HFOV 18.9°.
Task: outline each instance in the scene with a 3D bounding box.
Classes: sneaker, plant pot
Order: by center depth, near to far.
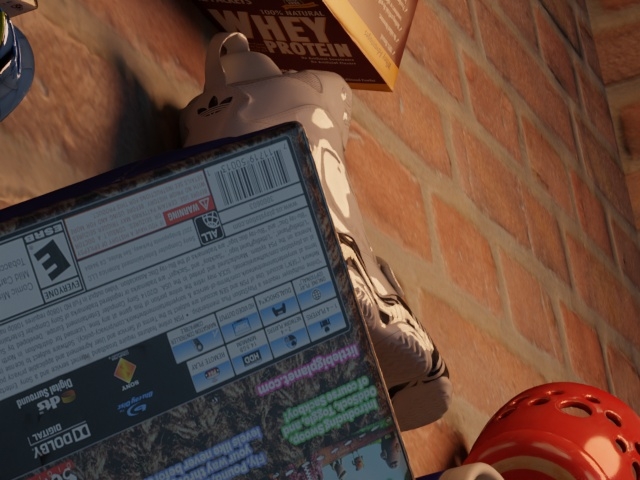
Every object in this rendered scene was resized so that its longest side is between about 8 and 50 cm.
[{"bbox_3d":[-0.195,-0.101,1.094,0.209,0.082,0.069,-21,93,-74],"label":"sneaker"},{"bbox_3d":[0.000,0.000,1.495,0.366,0.137,0.210,48,34,-48],"label":"sneaker"},{"bbox_3d":[0.226,0.247,1.892,0.174,0.191,0.191,-20,94,-66],"label":"plant pot"}]

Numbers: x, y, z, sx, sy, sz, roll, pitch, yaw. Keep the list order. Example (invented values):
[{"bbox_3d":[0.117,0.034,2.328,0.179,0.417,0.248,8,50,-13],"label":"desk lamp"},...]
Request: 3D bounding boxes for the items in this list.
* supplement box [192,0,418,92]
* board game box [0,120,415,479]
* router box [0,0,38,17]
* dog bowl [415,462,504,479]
[{"bbox_3d":[-0.005,-0.255,1.616,0.191,0.129,0.194,45,56,-56],"label":"supplement box"},{"bbox_3d":[-0.092,0.117,0.947,0.232,0.141,0.291,-21,97,-36],"label":"board game box"},{"bbox_3d":[-0.235,-0.208,1.117,0.179,0.046,0.133,15,60,-69],"label":"router box"},{"bbox_3d":[0.119,0.328,1.633,0.265,0.104,0.265,-15,90,-73],"label":"dog bowl"}]
